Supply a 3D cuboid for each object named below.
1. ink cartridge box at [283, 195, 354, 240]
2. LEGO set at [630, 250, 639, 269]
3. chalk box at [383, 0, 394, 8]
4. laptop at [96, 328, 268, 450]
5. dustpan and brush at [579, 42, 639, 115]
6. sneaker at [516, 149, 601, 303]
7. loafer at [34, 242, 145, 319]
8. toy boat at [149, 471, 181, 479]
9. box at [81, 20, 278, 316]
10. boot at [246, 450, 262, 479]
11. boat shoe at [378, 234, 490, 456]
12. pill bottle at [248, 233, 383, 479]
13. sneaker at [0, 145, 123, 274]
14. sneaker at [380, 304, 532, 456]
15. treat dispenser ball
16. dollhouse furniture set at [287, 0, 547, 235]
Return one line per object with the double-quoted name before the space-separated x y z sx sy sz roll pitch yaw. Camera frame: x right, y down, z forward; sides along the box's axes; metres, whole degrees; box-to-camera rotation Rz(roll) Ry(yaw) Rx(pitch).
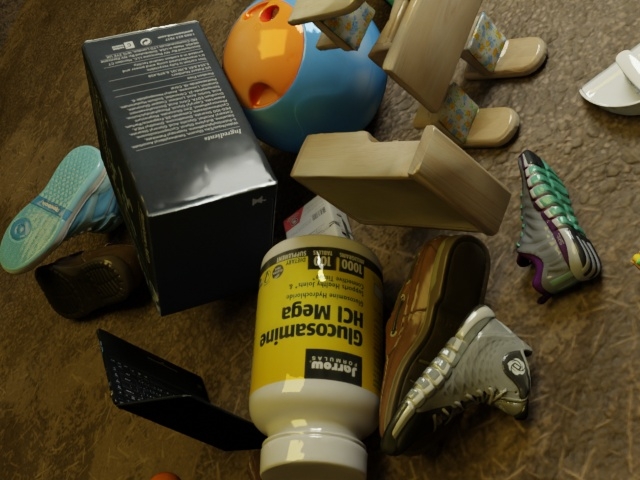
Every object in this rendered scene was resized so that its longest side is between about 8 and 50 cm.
"ink cartridge box" 0.000 0.000 1.408 0.099 0.056 0.135 -36 43 22
"LEGO set" 0.474 -0.060 0.948 0.287 0.107 0.132 -22 50 33
"chalk box" 0.115 -0.548 1.511 0.289 0.179 0.180 -45 41 11
"laptop" -0.198 0.228 1.307 0.136 0.234 0.264 -44 41 11
"dustpan and brush" 0.439 -0.205 1.117 0.147 0.060 0.211 -38 43 19
"sneaker" 0.288 -0.024 1.129 0.098 0.083 0.223 -39 42 28
"loafer" -0.477 0.080 1.793 0.366 0.133 0.130 -7 22 43
"toy boat" -0.248 0.423 1.271 0.231 0.151 0.151 33 108 49
"box" -0.243 -0.125 1.440 0.212 0.293 0.395 -17 57 -18
"boot" -0.097 0.378 1.257 0.106 0.037 0.114 -35 46 3
"boat shoe" 0.145 0.140 1.146 0.104 0.111 0.307 -4 60 61
"pill bottle" -0.004 0.174 1.190 0.188 0.188 0.333 -22 50 33
"sneaker" -0.541 -0.032 1.839 0.127 0.208 0.319 32 79 25
"sneaker" 0.184 0.197 1.029 0.132 0.086 0.228 37 73 12
"treat dispenser ball" -0.027 -0.295 1.457 0.288 0.288 0.288 -25 49 31
"dollhouse furniture set" 0.159 -0.226 1.164 0.257 0.362 0.394 7 69 50
